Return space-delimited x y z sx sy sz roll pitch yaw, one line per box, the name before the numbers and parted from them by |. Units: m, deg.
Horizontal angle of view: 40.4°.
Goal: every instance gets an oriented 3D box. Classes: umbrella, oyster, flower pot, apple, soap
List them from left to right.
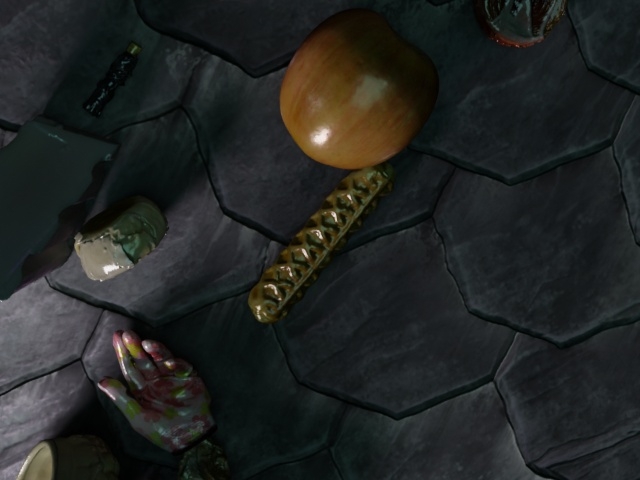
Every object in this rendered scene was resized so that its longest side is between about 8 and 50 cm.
soap | -0.461 -0.066 1.365 0.159 0.302 0.258 29 98 -6
flower pot | -0.406 0.503 1.522 0.244 0.307 0.308 21 100 -29
umbrella | -0.346 -0.269 1.458 0.040 0.037 0.144 35 98 -15
oyster | -0.181 0.538 1.614 0.111 0.204 0.396 -18 112 -41
apple | 0.061 -0.241 1.433 0.242 0.242 0.241 39 108 -14

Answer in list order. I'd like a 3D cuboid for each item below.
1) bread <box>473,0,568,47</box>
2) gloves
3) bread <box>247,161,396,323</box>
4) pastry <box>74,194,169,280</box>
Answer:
bread | 0.341 -0.412 1.497 0.160 0.073 0.161 -3 104 -11
gloves | -0.293 0.263 1.559 0.145 0.126 0.241 -36 77 7
bread | 0.001 0.001 1.549 0.077 0.084 0.367 44 98 25
pastry | -0.337 -0.006 1.466 0.165 0.166 0.088 -31 111 1
